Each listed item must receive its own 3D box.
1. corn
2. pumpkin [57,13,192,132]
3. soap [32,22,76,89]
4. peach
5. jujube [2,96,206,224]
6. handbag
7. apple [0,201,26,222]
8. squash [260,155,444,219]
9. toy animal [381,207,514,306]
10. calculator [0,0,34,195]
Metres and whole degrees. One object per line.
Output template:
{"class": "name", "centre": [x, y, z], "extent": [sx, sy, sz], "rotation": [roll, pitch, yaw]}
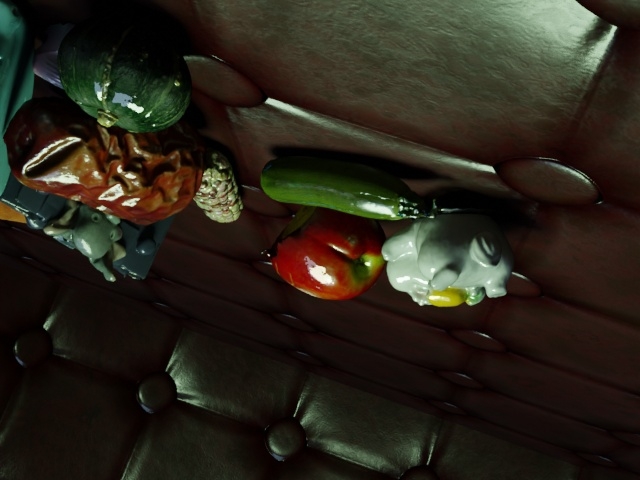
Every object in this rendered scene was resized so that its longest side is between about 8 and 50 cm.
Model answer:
{"class": "corn", "centre": [-0.196, -0.092, 1.818], "extent": [0.092, 0.092, 0.280], "rotation": [18, 165, 8]}
{"class": "pumpkin", "centre": [-0.269, -0.227, 1.377], "extent": [0.190, 0.146, 0.190], "rotation": [39, 177, 3]}
{"class": "soap", "centre": [-0.382, -0.276, 1.518], "extent": [0.100, 0.056, 0.149], "rotation": [28, 162, -15]}
{"class": "peach", "centre": [0.000, 0.000, 1.710], "extent": [0.196, 0.190, 0.226], "rotation": [-10, -150, -43]}
{"class": "jujube", "centre": [-0.326, -0.132, 1.547], "extent": [0.216, 0.216, 0.342], "rotation": [10, 179, 33]}
{"class": "handbag", "centre": [-0.400, -0.078, 1.793], "extent": [0.118, 0.269, 0.325], "rotation": [3, 157, 40]}
{"class": "apple", "centre": [-0.548, -0.128, 1.933], "extent": [0.271, 0.206, 0.251], "rotation": [11, 164, 26]}
{"class": "squash", "centre": [0.039, -0.082, 1.570], "extent": [0.331, 0.087, 0.087], "rotation": [14, 163, 33]}
{"class": "toy animal", "centre": [0.208, 0.032, 1.629], "extent": [0.208, 0.154, 0.325], "rotation": [3, 175, 9]}
{"class": "calculator", "centre": [-0.493, -0.202, 1.537], "extent": [0.054, 0.256, 0.386], "rotation": [15, 162, -10]}
